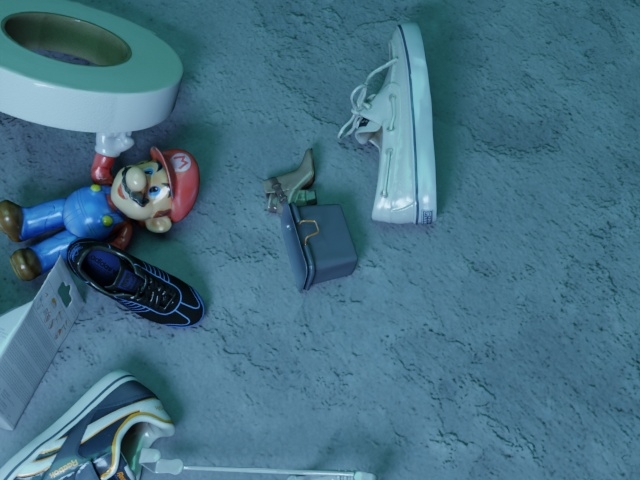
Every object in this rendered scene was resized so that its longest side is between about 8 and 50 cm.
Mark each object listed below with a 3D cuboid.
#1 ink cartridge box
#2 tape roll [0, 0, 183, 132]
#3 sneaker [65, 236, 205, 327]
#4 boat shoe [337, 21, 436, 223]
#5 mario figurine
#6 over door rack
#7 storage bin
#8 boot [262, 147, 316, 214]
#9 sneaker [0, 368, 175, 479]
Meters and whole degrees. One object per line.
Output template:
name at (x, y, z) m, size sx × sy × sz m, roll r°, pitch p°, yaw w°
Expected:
ink cartridge box at (-0.428, 0.143, 1.357) m, size 0.056 × 0.181 × 0.225 m, roll 19°, pitch 64°, yaw 7°
tape roll at (-0.415, -0.296, 1.534) m, size 0.392 × 0.072 × 0.392 m, roll 15°, pitch 29°, yaw -8°
sneaker at (-0.267, 0.070, 1.390) m, size 0.232 × 0.090 × 0.081 m, roll 28°, pitch 88°, yaw -21°
boat shoe at (0.104, -0.195, 1.566) m, size 0.156 × 0.136 × 0.367 m, roll -3°, pitch 71°, yaw 3°
mario figurine at (-0.341, -0.062, 1.462) m, size 0.320 × 0.198 × 0.170 m, roll -24°, pitch 23°, yaw -4°
over door rack at (-0.095, 0.411, 1.245) m, size 0.324 × 0.108 × 0.239 m, roll 5°, pitch 61°, yaw 4°
storage bin at (0.000, 0.000, 1.479) m, size 0.091 × 0.098 × 0.135 m, roll -10°, pitch 61°, yaw -16°
boot at (-0.052, -0.097, 1.557) m, size 0.087 × 0.042 × 0.118 m, roll -4°, pitch 61°, yaw 1°
sneaker at (-0.337, 0.324, 1.288) m, size 0.127 × 0.126 × 0.321 m, roll 33°, pitch 66°, yaw 24°
